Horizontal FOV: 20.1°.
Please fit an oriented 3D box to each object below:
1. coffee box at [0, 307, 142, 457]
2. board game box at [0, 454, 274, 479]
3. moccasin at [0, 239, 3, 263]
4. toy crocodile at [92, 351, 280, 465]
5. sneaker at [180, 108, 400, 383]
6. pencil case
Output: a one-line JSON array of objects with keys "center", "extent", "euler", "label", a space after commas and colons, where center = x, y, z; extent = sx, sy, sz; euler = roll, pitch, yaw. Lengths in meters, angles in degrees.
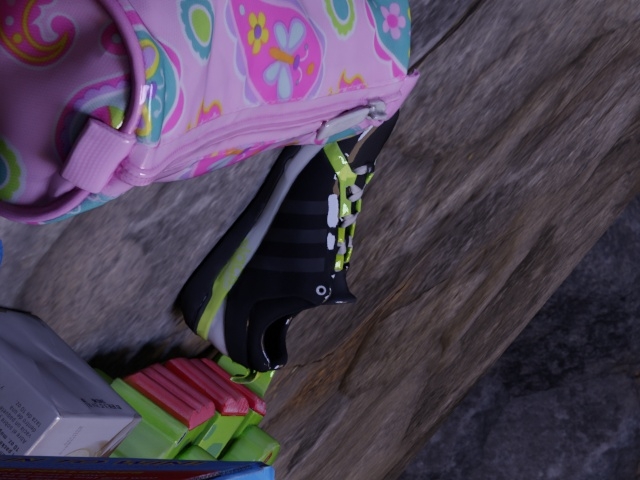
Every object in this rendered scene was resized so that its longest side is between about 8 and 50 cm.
[{"center": [-0.230, 0.158, 1.002], "extent": [0.246, 0.098, 0.141], "euler": [-49, 166, 3], "label": "coffee box"}, {"center": [-0.205, 0.123, 0.603], "extent": [0.302, 0.308, 0.086], "euler": [9, 81, -73], "label": "board game box"}, {"center": [-0.228, -0.003, 0.565], "extent": [0.138, 0.117, 0.342], "euler": [-62, 159, 8], "label": "moccasin"}, {"center": [-0.101, 0.128, 1.280], "extent": [0.105, 0.115, 0.340], "euler": [-56, 167, 9], "label": "toy crocodile"}, {"center": [0.000, 0.000, 1.261], "extent": [0.235, 0.097, 0.084], "euler": [-53, 165, 19], "label": "sneaker"}, {"center": [-0.055, -0.086, 0.831], "extent": [0.124, 0.124, 0.284], "euler": [-54, 164, 24], "label": "pencil case"}]
